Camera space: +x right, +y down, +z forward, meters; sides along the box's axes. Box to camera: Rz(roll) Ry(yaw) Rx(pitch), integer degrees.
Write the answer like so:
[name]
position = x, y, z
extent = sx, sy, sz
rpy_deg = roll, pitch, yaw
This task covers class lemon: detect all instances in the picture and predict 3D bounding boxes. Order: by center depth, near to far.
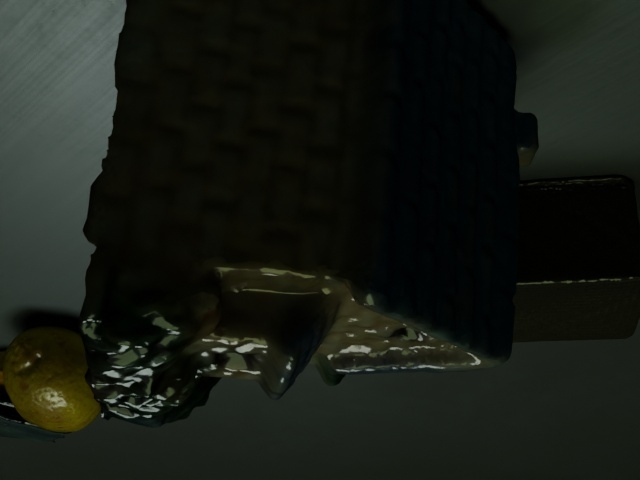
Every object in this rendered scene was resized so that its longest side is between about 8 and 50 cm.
[lemon]
position = -0.440, 0.231, 1.606
extent = 0.170, 0.170, 0.207
rpy_deg = 0, 144, 7

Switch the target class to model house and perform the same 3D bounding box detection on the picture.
[model house]
position = 0.000, 0.000, 0.939
extent = 0.400, 0.394, 0.445
rpy_deg = 5, 154, -7

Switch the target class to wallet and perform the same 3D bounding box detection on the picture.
[wallet]
position = -0.593, 0.358, 1.884
extent = 0.191, 0.046, 0.379
rpy_deg = 16, 161, -16

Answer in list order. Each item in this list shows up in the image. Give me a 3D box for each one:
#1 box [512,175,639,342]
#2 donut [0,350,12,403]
[box]
position = 0.256, 0.032, 1.207
extent = 0.274, 0.143, 0.184
rpy_deg = -3, 150, 10
[donut]
position = -0.544, 0.249, 1.752
extent = 0.152, 0.058, 0.152
rpy_deg = 3, 149, 2
